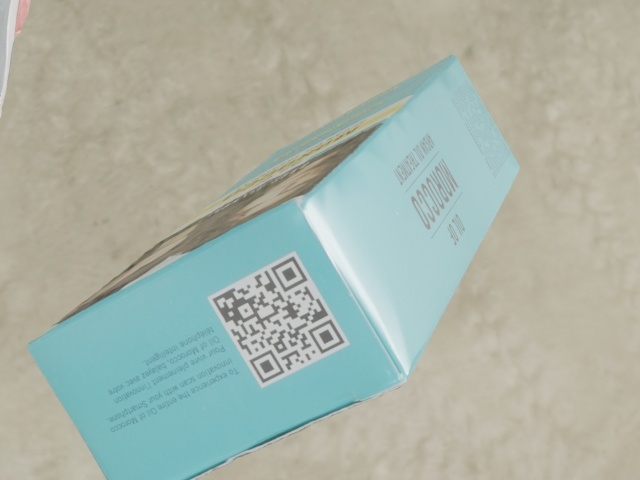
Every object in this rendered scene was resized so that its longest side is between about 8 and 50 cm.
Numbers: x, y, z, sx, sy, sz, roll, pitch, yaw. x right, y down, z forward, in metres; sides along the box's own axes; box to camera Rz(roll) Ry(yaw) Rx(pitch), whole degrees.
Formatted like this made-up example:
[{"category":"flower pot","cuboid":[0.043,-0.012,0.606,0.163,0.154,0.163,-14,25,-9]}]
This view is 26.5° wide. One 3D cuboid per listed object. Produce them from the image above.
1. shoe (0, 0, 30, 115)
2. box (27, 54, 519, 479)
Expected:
[{"category":"shoe","cuboid":[-0.210,-0.110,0.810,0.063,0.081,0.178,12,78,-5]},{"category":"box","cuboid":[0.000,0.000,0.488,0.060,0.100,0.244,60,21,-7]}]
